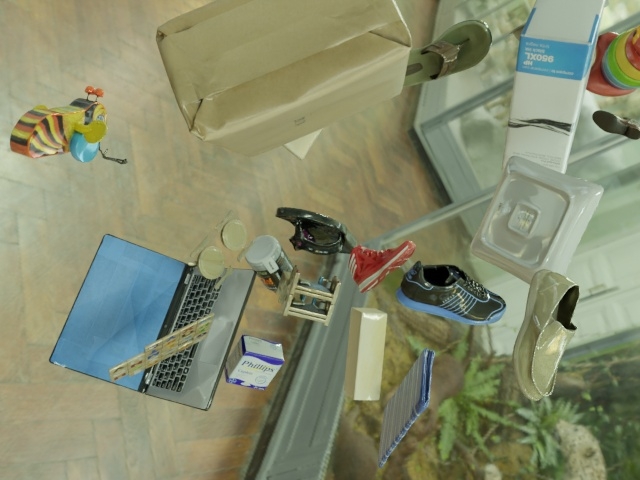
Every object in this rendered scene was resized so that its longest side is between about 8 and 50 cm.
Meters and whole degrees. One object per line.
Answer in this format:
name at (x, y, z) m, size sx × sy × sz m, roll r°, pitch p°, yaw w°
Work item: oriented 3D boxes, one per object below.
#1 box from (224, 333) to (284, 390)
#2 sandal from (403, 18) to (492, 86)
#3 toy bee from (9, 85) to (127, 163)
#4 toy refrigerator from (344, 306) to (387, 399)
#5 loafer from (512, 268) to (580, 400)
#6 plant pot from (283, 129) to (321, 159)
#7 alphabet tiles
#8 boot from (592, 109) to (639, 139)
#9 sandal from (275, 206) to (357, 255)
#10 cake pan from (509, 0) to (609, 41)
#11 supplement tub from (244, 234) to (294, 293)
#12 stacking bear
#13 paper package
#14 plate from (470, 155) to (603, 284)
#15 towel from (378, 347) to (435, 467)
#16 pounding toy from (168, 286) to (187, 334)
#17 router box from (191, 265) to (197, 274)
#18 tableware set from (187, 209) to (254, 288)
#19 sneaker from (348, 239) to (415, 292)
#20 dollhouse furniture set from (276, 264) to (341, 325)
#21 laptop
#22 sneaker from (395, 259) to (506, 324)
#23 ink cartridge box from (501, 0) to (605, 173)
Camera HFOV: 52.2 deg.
box at (-0.192, 0.353, 1.881) m, size 0.126 × 0.137 × 0.072 m, roll 18°, pitch 30°, yaw -26°
sandal at (0.310, -0.473, 1.722) m, size 0.120 × 0.303 × 0.086 m, roll 57°, pitch 34°, yaw -20°
toy bee at (-0.531, -0.255, 1.401) m, size 0.298 × 0.195 × 0.162 m, roll -82°, pitch -176°, yaw -80°
toy refrigerator at (0.143, 0.350, 2.031) m, size 0.102 × 0.094 × 0.269 m, roll -169°, pitch -96°, yaw -73°
loafer at (0.458, 0.189, 1.312) m, size 0.102 × 0.092 × 0.268 m, roll 16°, pitch 80°, yaw -36°
plant pot at (-0.078, -0.296, 1.732) m, size 0.096 × 0.109 × 0.109 m, roll 21°, pitch 19°, yaw -41°
alphabet tiles at (-0.346, 0.239, 1.424) m, size 0.237 × 0.198 × 0.009 m, roll -26°, pitch 77°, yaw -23°
boot at (0.617, -0.244, 1.349) m, size 0.106 × 0.037 × 0.114 m, roll 34°, pitch 32°, yaw 14°
sandal at (0.003, 0.001, 1.887) m, size 0.446 × 0.168 × 0.107 m, roll 34°, pitch 66°, yaw -64°
cake pan at (0.693, -0.642, 1.882) m, size 0.054 × 0.293 × 0.293 m, roll 65°, pitch 25°, yaw -7°
supplement tub at (-0.151, 0.082, 2.063) m, size 0.190 × 0.117 × 0.117 m, roll 60°, pitch 22°, yaw -44°
stacking bear at (0.820, -0.480, 1.670) m, size 0.164 × 0.175 × 0.289 m, roll 22°, pitch -2°, yaw 1°
paper package at (-0.036, -0.260, 0.970) m, size 0.325 × 0.310 × 0.168 m, roll -32°, pitch 100°, yaw -84°
plate at (0.501, -0.047, 1.582) m, size 0.045 × 0.277 × 0.278 m, roll 11°, pitch 15°, yaw -38°
towel at (0.264, 0.515, 2.012) m, size 0.040 × 0.336 × 0.243 m, roll 22°, pitch 36°, yaw -2°
pounding toy at (-0.408, 0.228, 1.994) m, size 0.094 × 0.206 × 0.181 m, roll -132°, pitch -151°, yaw -57°
router box at (-0.362, 0.126, 2.118) m, size 0.092 × 0.038 × 0.122 m, roll -18°, pitch 56°, yaw -29°
tableware set at (-0.269, 0.023, 1.755) m, size 0.194 × 0.039 × 0.128 m, roll -53°, pitch 126°, yaw -34°
sneaker at (0.162, 0.042, 1.888) m, size 0.128 × 0.221 × 0.087 m, roll 56°, pitch 24°, yaw 18°
dollhouse furniture set at (-0.037, 0.133, 1.824) m, size 0.129 × 0.128 × 0.183 m, roll 15°, pitch 11°, yaw -13°
laptop at (-0.438, 0.202, 1.723) m, size 0.236 × 0.408 × 0.381 m, roll 37°, pitch 63°, yaw -44°
sneaker at (0.262, 0.096, 1.234) m, size 0.232 × 0.090 × 0.081 m, roll 10°, pitch 39°, yaw -19°
ink cartridge box at (0.591, -0.395, 1.672) m, size 0.394 × 0.166 × 0.285 m, roll 84°, pitch 27°, yaw -43°
